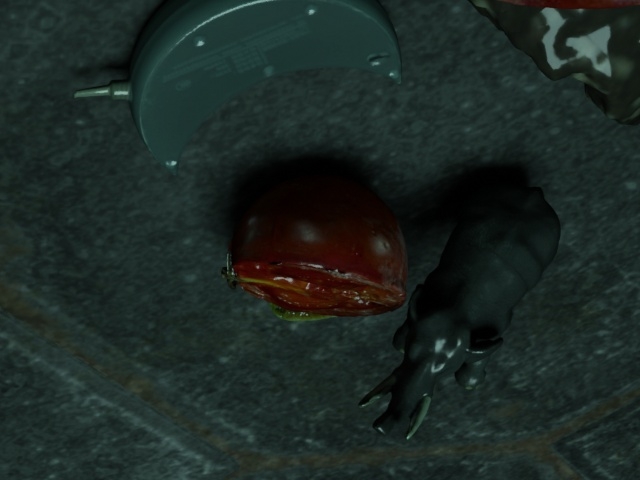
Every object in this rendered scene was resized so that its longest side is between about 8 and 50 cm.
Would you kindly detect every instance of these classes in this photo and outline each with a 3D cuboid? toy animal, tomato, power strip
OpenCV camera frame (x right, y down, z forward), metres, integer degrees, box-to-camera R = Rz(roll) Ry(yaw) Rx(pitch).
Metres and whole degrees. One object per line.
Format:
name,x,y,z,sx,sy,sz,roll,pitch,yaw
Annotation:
toy animal,0.102,0.062,1.220,0.082,0.269,0.137,31,153,10
tomato,0.000,0.000,1.194,0.139,0.091,0.159,8,163,3
power strip,-0.057,-0.118,1.068,0.216,0.044,0.137,-20,141,3

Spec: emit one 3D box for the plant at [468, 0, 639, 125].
plant,0.204,-0.237,0.891,0.312,0.213,0.215,-43,134,15

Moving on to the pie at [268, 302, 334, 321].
pie,-0.003,0.040,1.295,0.084,0.021,0.084,-11,141,-9

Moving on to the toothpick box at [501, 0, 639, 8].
toothpick box,0.099,-0.281,0.603,0.204,0.204,0.333,-17,127,-1
